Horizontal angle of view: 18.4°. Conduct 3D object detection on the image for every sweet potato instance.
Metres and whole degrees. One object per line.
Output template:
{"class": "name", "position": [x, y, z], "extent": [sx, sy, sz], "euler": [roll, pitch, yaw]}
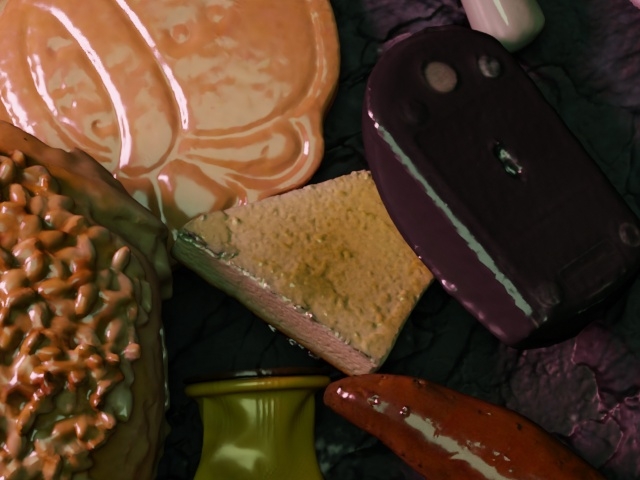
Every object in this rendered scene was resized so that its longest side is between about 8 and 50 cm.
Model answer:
{"class": "sweet potato", "position": [0.166, 0.204, 1.538], "extent": [0.359, 0.112, 0.112], "euler": [41, 85, 7]}

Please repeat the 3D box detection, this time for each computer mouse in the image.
{"class": "computer mouse", "position": [0.131, -0.038, 1.575], "extent": [0.170, 0.100, 0.269], "euler": [-31, 80, -32]}

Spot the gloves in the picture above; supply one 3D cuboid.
{"class": "gloves", "position": [-0.040, 0.252, 1.548], "extent": [0.133, 0.116, 0.294], "euler": [-2, 82, -8]}

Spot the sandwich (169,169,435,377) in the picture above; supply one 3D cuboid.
{"class": "sandwich", "position": [0.000, 0.000, 1.590], "extent": [0.193, 0.058, 0.162], "euler": [33, 59, 1]}

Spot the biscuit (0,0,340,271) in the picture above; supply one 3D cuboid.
{"class": "biscuit", "position": [-0.145, -0.132, 1.656], "extent": [0.351, 0.057, 0.312], "euler": [-42, 77, -4]}

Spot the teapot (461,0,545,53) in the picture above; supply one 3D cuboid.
{"class": "teapot", "position": [0.087, -0.319, 1.597], "extent": [0.318, 0.220, 0.149], "euler": [39, 66, 9]}

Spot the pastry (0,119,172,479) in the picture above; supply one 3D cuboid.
{"class": "pastry", "position": [-0.295, 0.098, 1.515], "extent": [0.409, 0.245, 0.410], "euler": [-1, 87, 11]}

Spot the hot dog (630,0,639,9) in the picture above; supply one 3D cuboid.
{"class": "hot dog", "position": [0.335, -0.281, 1.615], "extent": [0.194, 0.107, 0.326], "euler": [-5, 98, 32]}
